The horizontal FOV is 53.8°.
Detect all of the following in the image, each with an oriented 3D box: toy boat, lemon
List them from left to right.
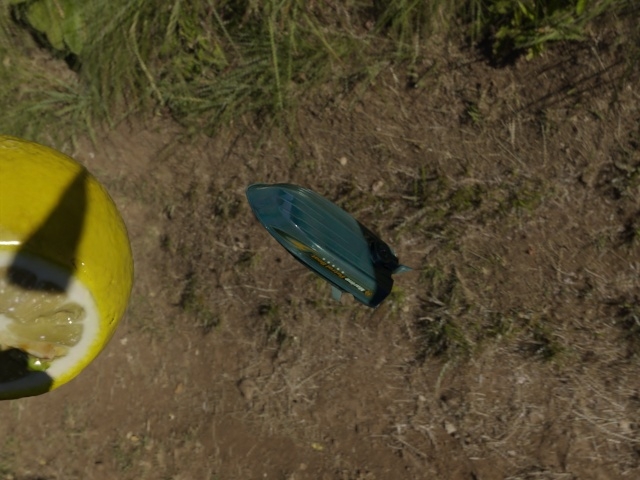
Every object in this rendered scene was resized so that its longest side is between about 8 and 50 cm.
[{"bbox_3d":[-0.302,0.011,0.594,0.240,0.240,0.219,-46,40,17],"label":"lemon"},{"bbox_3d":[0.000,0.000,0.826,0.103,0.246,0.093,-33,33,38],"label":"toy boat"}]
